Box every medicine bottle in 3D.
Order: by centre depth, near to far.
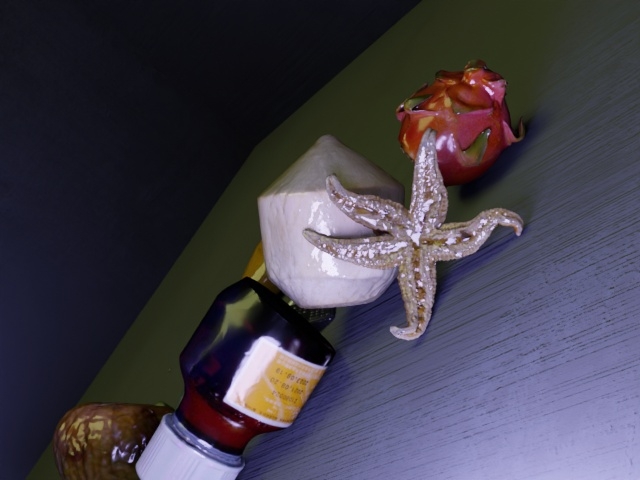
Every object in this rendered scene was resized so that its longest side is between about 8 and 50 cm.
[{"bbox_3d":[-0.168,0.280,1.740,0.395,0.242,0.242,-53,13,5],"label":"medicine bottle"}]

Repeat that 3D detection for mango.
[{"bbox_3d":[-0.127,0.077,2.453,0.262,0.109,0.157,-57,24,-11],"label":"mango"}]

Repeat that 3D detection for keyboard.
[{"bbox_3d":[-0.151,0.186,2.034,0.381,0.041,0.103,-20,21,11],"label":"keyboard"}]

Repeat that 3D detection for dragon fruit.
[{"bbox_3d":[0.253,-0.218,1.827,0.227,0.224,0.224,-45,14,2],"label":"dragon fruit"}]

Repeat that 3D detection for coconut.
[{"bbox_3d":[0.021,-0.037,1.813,0.329,0.329,0.329,-46,14,15],"label":"coconut"}]

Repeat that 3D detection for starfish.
[{"bbox_3d":[0.145,-0.002,1.592,0.375,0.327,0.094,-15,-14,25],"label":"starfish"}]

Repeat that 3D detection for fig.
[{"bbox_3d":[-0.429,0.518,2.066,0.286,0.286,0.368,-174,93,-74],"label":"fig"}]

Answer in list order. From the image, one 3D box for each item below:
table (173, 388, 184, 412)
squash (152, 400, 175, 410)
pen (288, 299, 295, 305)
[{"bbox_3d":[-0.206,0.340,1.959,0.111,0.121,0.240,-25,22,19],"label":"table"},{"bbox_3d":[-0.435,0.501,2.422,0.219,0.041,0.219,-45,19,20],"label":"squash"},{"bbox_3d":[-0.117,0.209,2.216,0.239,0.028,0.028,-48,13,2],"label":"pen"}]
